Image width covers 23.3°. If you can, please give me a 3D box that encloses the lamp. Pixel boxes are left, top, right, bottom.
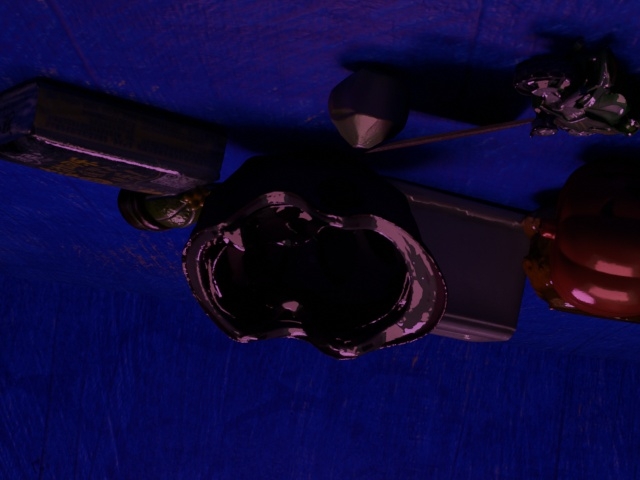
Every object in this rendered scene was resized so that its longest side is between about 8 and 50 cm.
[{"bbox_3d":[0.334,-0.004,1.803,0.164,0.188,0.187,10,171,2],"label":"lamp"}]

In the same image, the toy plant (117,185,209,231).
[{"bbox_3d":[-0.221,-0.060,2.241,0.093,0.093,0.162,15,166,-35],"label":"toy plant"}]

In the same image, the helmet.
[{"bbox_3d":[0.000,0.000,1.987,0.338,0.197,0.271,0,132,9],"label":"helmet"}]

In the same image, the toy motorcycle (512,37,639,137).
[{"bbox_3d":[0.250,-0.134,1.451,0.106,0.074,0.190,-7,164,24],"label":"toy motorcycle"}]

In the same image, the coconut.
[{"bbox_3d":[0.048,-0.133,1.583,0.083,0.081,0.082,12,176,0],"label":"coconut"}]

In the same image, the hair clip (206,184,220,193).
[{"bbox_3d":[-0.134,-0.063,2.310,0.188,0.033,0.060,5,168,36],"label":"hair clip"}]

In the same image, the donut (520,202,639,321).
[{"bbox_3d":[0.415,0.036,2.051,0.330,0.160,0.330,14,166,4],"label":"donut"}]

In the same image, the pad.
[{"bbox_3d":[0.066,-0.070,1.619,0.323,0.055,0.250,-29,-177,-4],"label":"pad"}]

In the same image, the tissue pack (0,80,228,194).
[{"bbox_3d":[-0.271,-0.120,1.936,0.257,0.081,0.185,14,168,-30],"label":"tissue pack"}]

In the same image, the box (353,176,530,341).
[{"bbox_3d":[0.150,0.034,2.195,0.312,0.182,0.175,13,169,-24],"label":"box"}]
